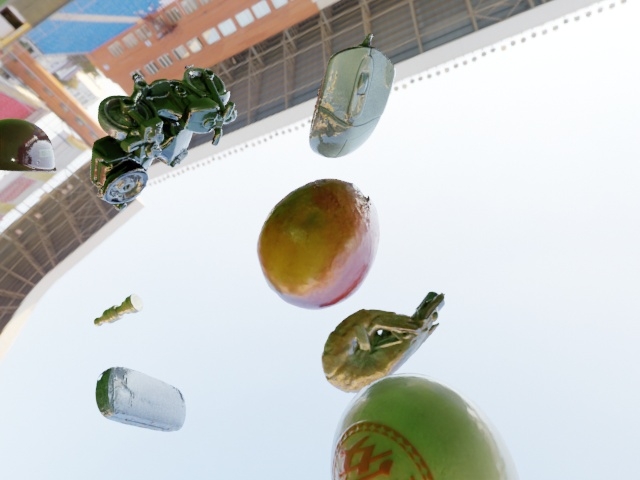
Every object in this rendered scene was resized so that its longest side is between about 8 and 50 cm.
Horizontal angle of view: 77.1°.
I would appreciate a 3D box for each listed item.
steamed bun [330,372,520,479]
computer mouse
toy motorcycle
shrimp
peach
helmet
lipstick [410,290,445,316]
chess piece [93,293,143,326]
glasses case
[{"bbox_3d":[0.099,0.276,0.462,0.232,0.145,0.232,-2,-92,50],"label":"steamed bun"},{"bbox_3d":[0.047,-0.210,0.649,0.113,0.229,0.068,0,-126,-19],"label":"computer mouse"},{"bbox_3d":[-0.262,-0.170,0.669,0.275,0.127,0.205,-46,178,-43],"label":"toy motorcycle"},{"bbox_3d":[0.137,0.203,0.873,0.317,0.168,0.077,-42,-167,-3],"label":"shrimp"},{"bbox_3d":[0.000,0.000,0.832,0.281,0.281,0.238,-43,-144,-7],"label":"peach"},{"bbox_3d":[-0.683,-0.217,0.898,0.155,0.106,0.175,16,-162,-1],"label":"helmet"},{"bbox_3d":[0.227,0.219,0.984,0.053,0.053,0.234,14,-135,41],"label":"lipstick"},{"bbox_3d":[-0.375,0.133,0.737,0.092,0.035,0.035,-26,-138,5],"label":"chess piece"},{"bbox_3d":[-0.401,0.370,0.925,0.067,0.282,0.109,-25,-126,6],"label":"glasses case"}]
